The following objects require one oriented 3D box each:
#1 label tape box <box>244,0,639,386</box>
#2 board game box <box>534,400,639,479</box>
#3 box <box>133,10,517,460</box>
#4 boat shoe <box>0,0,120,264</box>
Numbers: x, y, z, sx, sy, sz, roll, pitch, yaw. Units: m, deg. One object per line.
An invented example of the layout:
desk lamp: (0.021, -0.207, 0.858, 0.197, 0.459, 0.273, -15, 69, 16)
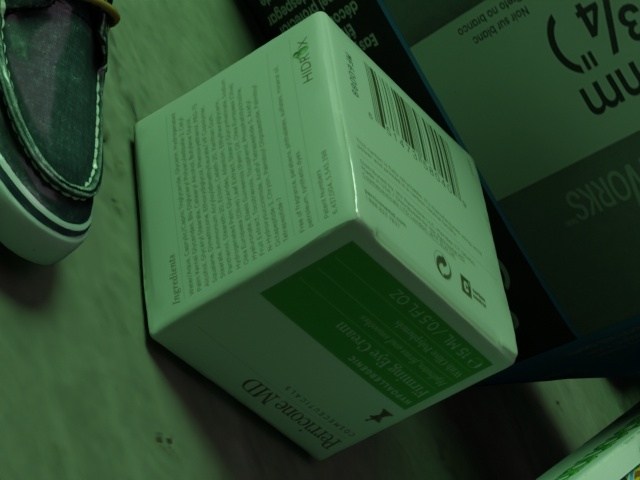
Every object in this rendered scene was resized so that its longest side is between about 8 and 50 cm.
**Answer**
label tape box: (0.131, -0.038, 0.796, 0.106, 0.240, 0.333, -31, 92, -37)
board game box: (0.110, 0.175, 0.670, 0.305, 0.053, 0.193, -25, 86, -54)
box: (0.000, 0.000, 0.688, 0.101, 0.087, 0.102, 41, 30, -41)
boat shoe: (-0.084, -0.087, 0.617, 0.065, 0.083, 0.183, 28, 38, -53)
